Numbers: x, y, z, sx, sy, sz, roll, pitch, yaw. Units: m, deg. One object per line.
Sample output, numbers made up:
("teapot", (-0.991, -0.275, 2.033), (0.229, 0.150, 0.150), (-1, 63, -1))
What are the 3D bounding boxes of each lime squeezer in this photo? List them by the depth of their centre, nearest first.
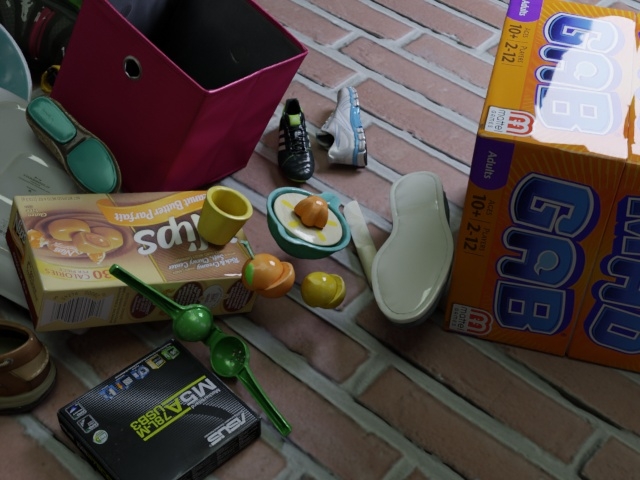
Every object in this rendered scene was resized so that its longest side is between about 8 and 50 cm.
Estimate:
("lime squeezer", (-0.155, 0.138, 1.307), (0.310, 0.059, 0.110), (44, 22, -3))

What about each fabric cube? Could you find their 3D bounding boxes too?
("fabric cube", (-0.226, -0.246, 1.527), (0.254, 0.258, 0.259), (44, 41, 11))

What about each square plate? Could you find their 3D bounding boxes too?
("square plate", (-0.426, -0.068, 1.474), (0.347, 0.049, 0.344), (29, 45, -5))

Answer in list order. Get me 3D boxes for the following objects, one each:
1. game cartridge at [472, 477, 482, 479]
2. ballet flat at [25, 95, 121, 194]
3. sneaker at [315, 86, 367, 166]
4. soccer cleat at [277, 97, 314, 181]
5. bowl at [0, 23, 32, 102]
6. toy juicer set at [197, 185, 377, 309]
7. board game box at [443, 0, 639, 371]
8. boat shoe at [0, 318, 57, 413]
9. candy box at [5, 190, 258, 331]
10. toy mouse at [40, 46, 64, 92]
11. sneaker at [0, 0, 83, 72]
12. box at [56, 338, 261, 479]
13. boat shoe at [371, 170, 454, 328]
("game cartridge", (0.227, 0.437, 1.057), (0.230, 0.068, 0.355), (-27, 51, -33))
("ballet flat", (-0.362, -0.133, 1.479), (0.073, 0.067, 0.206), (-36, 74, -13))
("sneaker", (0.031, -0.200, 1.713), (0.082, 0.071, 0.191), (-6, 44, -1))
("soccer cleat", (-0.045, -0.170, 1.671), (0.060, 0.072, 0.179), (-4, 44, -7))
("bowl", (-0.648, -0.243, 1.601), (0.311, 0.163, 0.312), (22, 52, -32))
("toy juicer set", (0.000, 0.000, 1.422), (0.329, 0.089, 0.209), (-4, 47, -43))
("board game box", (0.393, -0.079, 1.390), (0.356, 0.357, 0.356), (12, 44, 10))
("boat shoe", (-0.509, 0.144, 1.282), (0.324, 0.120, 0.123), (0, 44, -3))
("candy box", (-0.257, 0.021, 1.381), (0.316, 0.088, 0.183), (-3, 46, -31))
("toy mouse", (-0.427, -0.231, 1.702), (0.143, 0.161, 0.031), (52, 38, 2))
("sneaker", (-0.474, -0.371, 1.818), (0.202, 0.185, 0.483), (-47, 65, 12))
("box", (-0.205, 0.233, 1.258), (0.190, 0.045, 0.184), (-31, 51, -30))
("boat shoe", (0.145, 0.026, 1.444), (0.116, 0.099, 0.319), (-8, 38, 14))
